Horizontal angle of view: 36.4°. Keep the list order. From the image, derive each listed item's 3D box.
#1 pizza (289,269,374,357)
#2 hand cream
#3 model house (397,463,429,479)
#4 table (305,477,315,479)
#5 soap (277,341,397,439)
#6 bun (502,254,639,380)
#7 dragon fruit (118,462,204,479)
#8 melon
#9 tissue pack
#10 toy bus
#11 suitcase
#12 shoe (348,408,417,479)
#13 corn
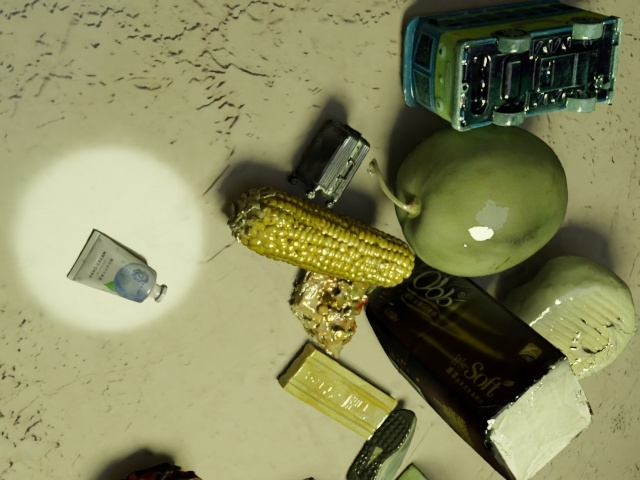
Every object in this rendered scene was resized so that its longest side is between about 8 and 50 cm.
[{"bbox_3d":[0.026,0.102,1.652,0.147,0.069,0.226,12,106,-36],"label":"pizza"},{"bbox_3d":[-0.296,0.052,1.459,0.142,0.053,0.084,29,97,-26],"label":"hand cream"},{"bbox_3d":[0.193,0.595,1.905,0.211,0.194,0.170,-44,129,-6],"label":"model house"},{"bbox_3d":[-0.074,0.633,1.771,0.250,0.196,0.282,-14,119,-25],"label":"table"},{"bbox_3d":[0.036,0.276,1.760,0.252,0.037,0.092,37,93,-37],"label":"soap"},{"bbox_3d":[0.468,0.151,1.872,0.272,0.168,0.273,-7,119,-13],"label":"bun"},{"bbox_3d":[-0.253,0.457,1.602,0.188,0.182,0.182,25,99,-47],"label":"dragon fruit"},{"bbox_3d":[0.262,-0.070,1.592,0.308,0.271,0.272,-31,125,-20],"label":"melon"},{"bbox_3d":[0.256,0.209,1.654,0.198,0.370,0.210,-42,132,-5],"label":"tissue pack"},{"bbox_3d":[0.305,-0.283,1.548,0.312,0.190,0.152,-14,119,-24],"label":"toy bus"},{"bbox_3d":[0.016,-0.123,1.525,0.059,0.086,0.126,26,98,-37],"label":"suitcase"},{"bbox_3d":[0.130,0.404,1.861,0.077,0.074,0.194,21,104,-47],"label":"shoe"},{"bbox_3d":[0.000,0.000,1.537,0.317,0.115,0.115,21,102,-21],"label":"corn"}]
